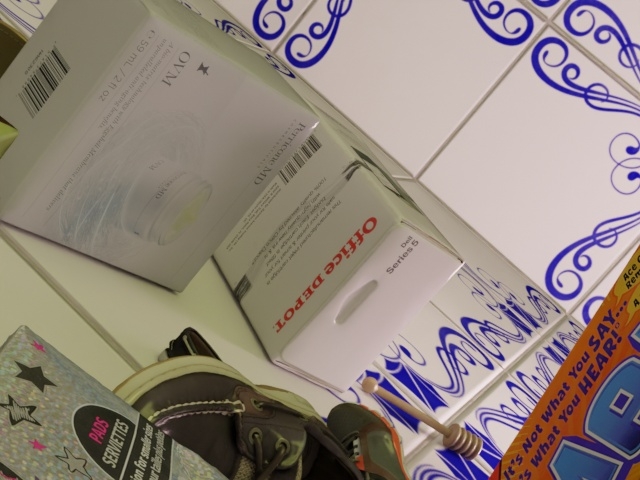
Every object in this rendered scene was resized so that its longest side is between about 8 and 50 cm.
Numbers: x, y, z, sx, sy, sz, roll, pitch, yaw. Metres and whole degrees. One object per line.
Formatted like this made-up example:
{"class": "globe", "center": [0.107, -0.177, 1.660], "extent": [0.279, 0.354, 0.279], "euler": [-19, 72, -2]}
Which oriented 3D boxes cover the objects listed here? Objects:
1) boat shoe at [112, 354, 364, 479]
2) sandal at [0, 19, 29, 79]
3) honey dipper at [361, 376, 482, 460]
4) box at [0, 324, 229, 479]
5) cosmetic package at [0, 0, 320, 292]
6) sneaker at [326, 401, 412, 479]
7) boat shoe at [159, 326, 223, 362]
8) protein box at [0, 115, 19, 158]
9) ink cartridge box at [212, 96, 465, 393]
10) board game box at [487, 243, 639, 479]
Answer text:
{"class": "boat shoe", "center": [-0.052, 0.150, 0.806], "extent": [0.092, 0.102, 0.285], "euler": [29, 0, 29]}
{"class": "sandal", "center": [-0.361, -0.211, 1.205], "extent": [0.240, 0.088, 0.079], "euler": [33, 19, -7]}
{"class": "honey dipper", "center": [0.113, 0.195, 1.304], "extent": [0.161, 0.030, 0.030], "euler": [34, 14, -17]}
{"class": "box", "center": [-0.129, 0.162, 0.417], "extent": [0.142, 0.163, 0.247], "euler": [39, 12, -11]}
{"class": "cosmetic package", "center": [-0.165, -0.101, 1.077], "extent": [0.225, 0.224, 0.138], "euler": [26, 18, -46]}
{"class": "sneaker", "center": [0.038, 0.196, 1.027], "extent": [0.065, 0.061, 0.158], "euler": [21, 22, -40]}
{"class": "boat shoe", "center": [-0.082, 0.124, 0.967], "extent": [0.125, 0.038, 0.046], "euler": [46, 14, 24]}
{"class": "protein box", "center": [-0.267, 0.000, 0.487], "extent": [0.136, 0.201, 0.200], "euler": [39, 13, -4]}
{"class": "ink cartridge box", "center": [0.000, 0.000, 1.263], "extent": [0.115, 0.198, 0.273], "euler": [31, 16, -39]}
{"class": "board game box", "center": [0.431, 0.258, 1.081], "extent": [0.357, 0.356, 0.356], "euler": [34, -2, -25]}
